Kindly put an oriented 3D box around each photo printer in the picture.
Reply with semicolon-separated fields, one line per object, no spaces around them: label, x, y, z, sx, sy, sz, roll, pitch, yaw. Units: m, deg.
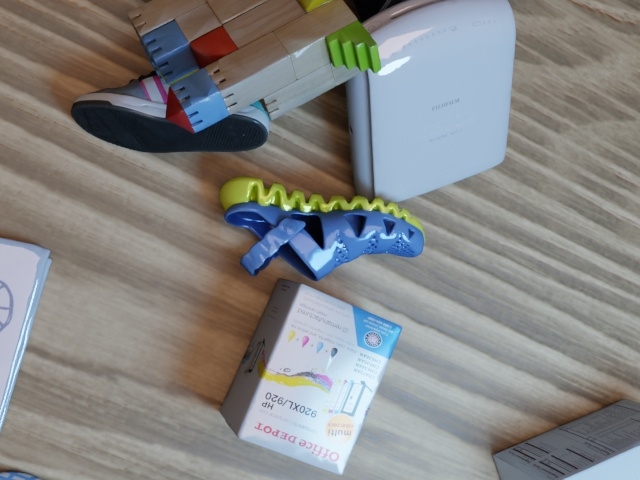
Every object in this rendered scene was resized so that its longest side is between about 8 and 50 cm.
photo printer;0.161;-0.217;1.295;0.256;0.107;0.307;-20;136;-14

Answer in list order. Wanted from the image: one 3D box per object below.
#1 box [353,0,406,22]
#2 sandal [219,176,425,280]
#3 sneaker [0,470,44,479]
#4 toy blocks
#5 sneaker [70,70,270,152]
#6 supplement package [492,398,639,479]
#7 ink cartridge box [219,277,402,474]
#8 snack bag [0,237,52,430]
box;0.211;-0.524;1.290;0.396;0.212;0.293;-21;81;-21
sandal;0.000;0.000;1.321;0.317;0.126;0.138;7;70;-5
sneaker;-0.397;0.392;1.250;0.237;0.086;0.085;20;87;-12
toy blocks;-0.125;-0.288;1.157;0.261;0.190;0.381;-29;60;-6
sneaker;-0.205;-0.232;1.284;0.296;0.124;0.178;5;60;10
supplement package;0.457;0.405;1.400;0.263;0.198;0.199;-19;95;-13
ink cartridge box;-0.018;0.196;1.300;0.171;0.168;0.232;24;85;-13
snack bag;-0.589;0.125;1.230;0.343;0.037;0.323;15;85;-14
